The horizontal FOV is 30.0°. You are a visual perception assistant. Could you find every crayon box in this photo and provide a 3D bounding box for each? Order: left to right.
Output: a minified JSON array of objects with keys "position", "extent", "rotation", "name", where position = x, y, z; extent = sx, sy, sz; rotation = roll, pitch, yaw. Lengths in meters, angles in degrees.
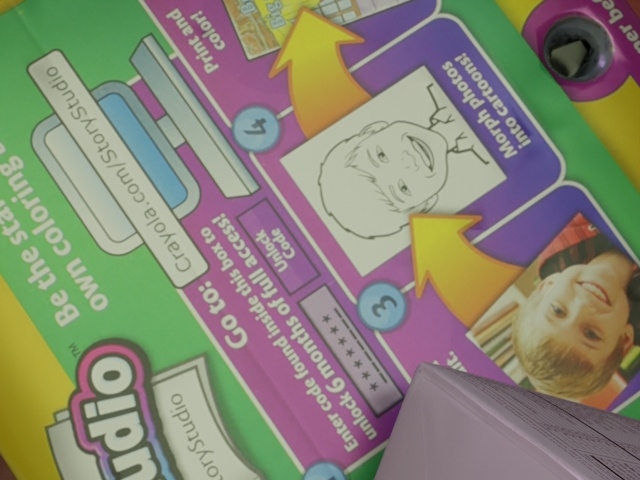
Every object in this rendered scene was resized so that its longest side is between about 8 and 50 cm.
[{"position":[0.000,0.000,0.515],"extent":[0.313,0.106,0.363],"rotation":[-34,83,-9],"name":"crayon box"}]

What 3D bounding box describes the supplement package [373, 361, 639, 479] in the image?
[{"position":[0.112,0.170,0.375],"extent":[0.203,0.149,0.194],"rotation":[17,97,-25],"name":"supplement package"}]
